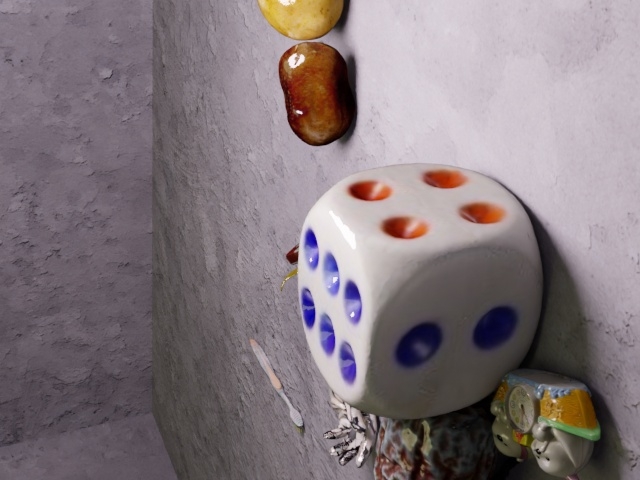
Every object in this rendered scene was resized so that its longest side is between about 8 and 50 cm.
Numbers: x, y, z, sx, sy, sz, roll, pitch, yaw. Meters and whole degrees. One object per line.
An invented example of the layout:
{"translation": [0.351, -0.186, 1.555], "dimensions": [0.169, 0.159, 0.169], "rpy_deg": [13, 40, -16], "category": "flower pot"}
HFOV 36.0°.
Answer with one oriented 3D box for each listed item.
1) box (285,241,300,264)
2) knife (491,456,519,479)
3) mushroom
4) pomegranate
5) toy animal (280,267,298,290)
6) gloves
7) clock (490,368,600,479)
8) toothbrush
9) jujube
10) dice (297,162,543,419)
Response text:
{"translation": [0.000, 0.000, 2.115], "dimensions": [0.036, 0.115, 0.177], "rpy_deg": [52, 159, -6], "category": "box"}
{"translation": [0.306, 0.401, 1.675], "dimensions": [0.170, 0.010, 0.023], "rpy_deg": [109, 150, -53], "category": "knife"}
{"translation": [-0.005, -0.325, 2.009], "dimensions": [0.217, 0.148, 0.227], "rpy_deg": [-90, -3, -57], "category": "mushroom"}
{"translation": [-0.046, -0.490, 1.925], "dimensions": [0.196, 0.196, 0.196], "rpy_deg": [170, 90, -68], "category": "pomegranate"}
{"translation": [0.026, 0.065, 2.117], "dimensions": [0.095, 0.219, 0.155], "rpy_deg": [60, -167, 5], "category": "toy animal"}
{"translation": [0.072, 0.387, 2.119], "dimensions": [0.127, 0.111, 0.212], "rpy_deg": [-43, 54, 36], "category": "gloves"}
{"translation": [0.325, 0.268, 1.449], "dimensions": [0.231, 0.103, 0.144], "rpy_deg": [-168, 78, -65], "category": "clock"}
{"translation": [-0.125, 0.385, 2.693], "dimensions": [0.375, 0.028, 0.037], "rpy_deg": [-126, 26, -47], "category": "toothbrush"}
{"translation": [0.196, 0.362, 1.645], "dimensions": [0.226, 0.226, 0.317], "rpy_deg": [-121, 27, -42], "category": "jujube"}
{"translation": [0.148, 0.073, 1.527], "dimensions": [0.277, 0.304, 0.304], "rpy_deg": [-128, 35, -50], "category": "dice"}
